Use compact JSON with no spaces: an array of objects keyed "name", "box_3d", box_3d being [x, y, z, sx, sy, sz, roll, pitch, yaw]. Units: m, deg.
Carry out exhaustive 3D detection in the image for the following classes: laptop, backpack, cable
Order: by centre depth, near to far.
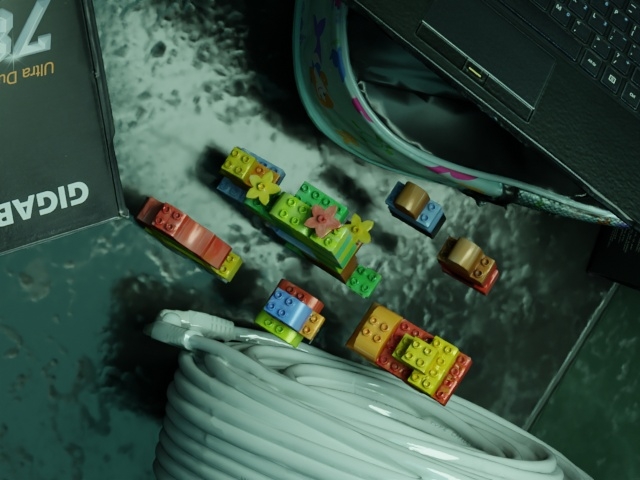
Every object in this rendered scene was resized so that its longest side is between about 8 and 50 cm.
[{"name":"laptop","box_3d":[0.159,-0.173,0.805,0.234,0.136,0.264,37,50,-10]},{"name":"cable","box_3d":[0.031,0.131,0.933,0.257,0.257,0.089,18,94,-30]},{"name":"backpack","box_3d":[0.111,-0.130,0.956,0.254,0.191,0.225,11,89,-22]}]

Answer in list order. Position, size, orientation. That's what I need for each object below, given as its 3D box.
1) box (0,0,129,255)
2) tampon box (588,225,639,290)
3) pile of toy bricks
[{"name":"box","box_3d":[-0.266,-0.115,0.863,0.296,0.073,0.293,-17,109,-28]},{"name":"tampon box","box_3d":[0.266,0.000,1.028,0.120,0.161,0.101,17,92,-15]},{"name":"pile of toy bricks","box_3d":[0.000,0.000,0.944,0.212,0.105,0.118,30,82,17]}]
